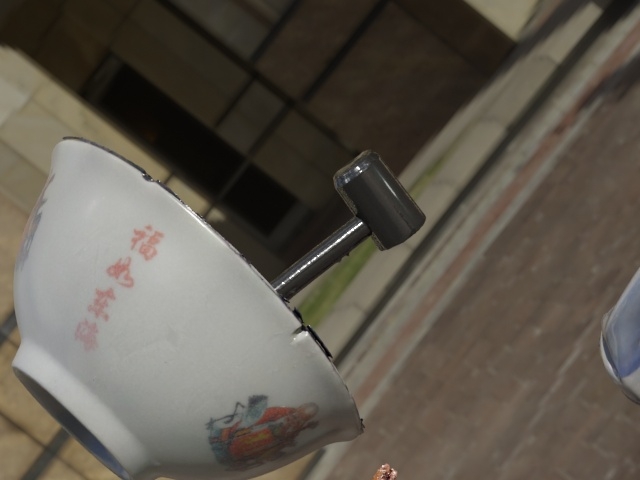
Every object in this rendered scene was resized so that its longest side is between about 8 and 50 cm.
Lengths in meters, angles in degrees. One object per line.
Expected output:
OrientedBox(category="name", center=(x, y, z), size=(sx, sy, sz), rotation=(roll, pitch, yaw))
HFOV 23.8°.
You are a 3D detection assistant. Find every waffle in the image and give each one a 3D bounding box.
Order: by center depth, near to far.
OrientedBox(category="waffle", center=(0.075, 0.345, 2.061), size=(0.083, 0.029, 0.075), rotation=(-58, 1, 29))

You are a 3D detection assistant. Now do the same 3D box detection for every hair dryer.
OrientedBox(category="hair dryer", center=(0.001, 0.001, 1.887), size=(0.248, 0.114, 0.070), rotation=(-37, 9, -2))

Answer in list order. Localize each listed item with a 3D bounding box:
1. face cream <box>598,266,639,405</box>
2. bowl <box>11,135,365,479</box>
OrientedBox(category="face cream", center=(0.435, 0.041, 1.660), size=(0.420, 0.235, 0.137), rotation=(112, 151, -47))
OrientedBox(category="bowl", center=(-0.143, 0.093, 1.217), size=(0.157, 0.345, 0.345), rotation=(-45, 3, -17))
